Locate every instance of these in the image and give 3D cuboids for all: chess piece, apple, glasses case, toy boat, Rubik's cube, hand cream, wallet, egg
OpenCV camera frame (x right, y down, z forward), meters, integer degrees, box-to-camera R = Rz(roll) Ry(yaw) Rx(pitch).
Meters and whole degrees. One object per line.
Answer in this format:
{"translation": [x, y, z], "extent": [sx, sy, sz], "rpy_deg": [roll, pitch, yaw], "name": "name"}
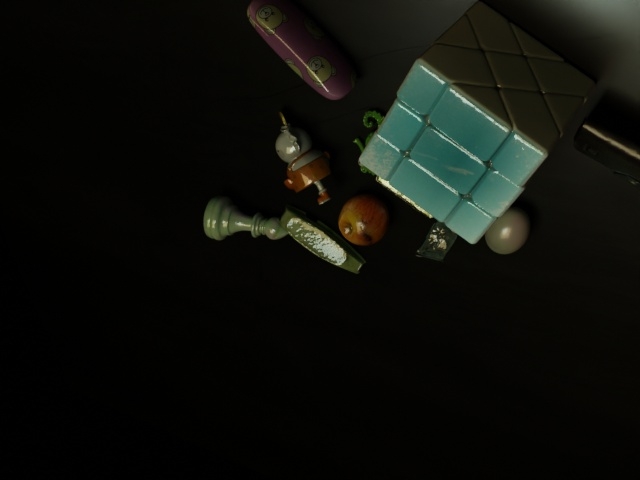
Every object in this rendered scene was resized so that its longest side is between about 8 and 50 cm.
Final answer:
{"translation": [-0.208, -0.052, 2.451], "extent": [0.272, 0.139, 0.139], "rpy_deg": [10, 132, 15], "name": "chess piece"}
{"translation": [0.117, -0.053, 2.181], "extent": [0.147, 0.146, 0.146], "rpy_deg": [21, 135, 22], "name": "apple"}
{"translation": [-0.042, -0.470, 1.935], "extent": [0.316, 0.123, 0.076], "rpy_deg": [45, 144, -5], "name": "glasses case"}
{"translation": [0.000, 0.000, 2.359], "extent": [0.293, 0.055, 0.093], "rpy_deg": [35, 104, 5], "name": "toy boat"}
{"translation": [0.327, -0.250, 1.704], "extent": [0.322, 0.318, 0.316], "rpy_deg": [38, 140, 5], "name": "Rubik's cube"}
{"translation": [0.323, -0.025, 2.107], "extent": [0.075, 0.052, 0.247], "rpy_deg": [33, 139, 10], "name": "hand cream"}
{"translation": [0.673, -0.147, 1.675], "extent": [0.318, 0.045, 0.172], "rpy_deg": [33, 175, 12], "name": "wallet"}
{"translation": [0.457, -0.025, 1.965], "extent": [0.103, 0.103, 0.135], "rpy_deg": [32, 137, 10], "name": "egg"}

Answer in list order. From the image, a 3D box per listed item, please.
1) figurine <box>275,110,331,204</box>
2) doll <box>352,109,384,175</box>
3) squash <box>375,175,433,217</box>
{"translation": [-0.044, -0.225, 2.166], "extent": [0.143, 0.143, 0.271], "rpy_deg": [-11, 94, 42], "name": "figurine"}
{"translation": [0.134, -0.248, 2.059], "extent": [0.115, 0.050, 0.190], "rpy_deg": [32, 135, 20], "name": "doll"}
{"translation": [0.263, -0.179, 2.016], "extent": [0.192, 0.085, 0.184], "rpy_deg": [36, 111, 2], "name": "squash"}
